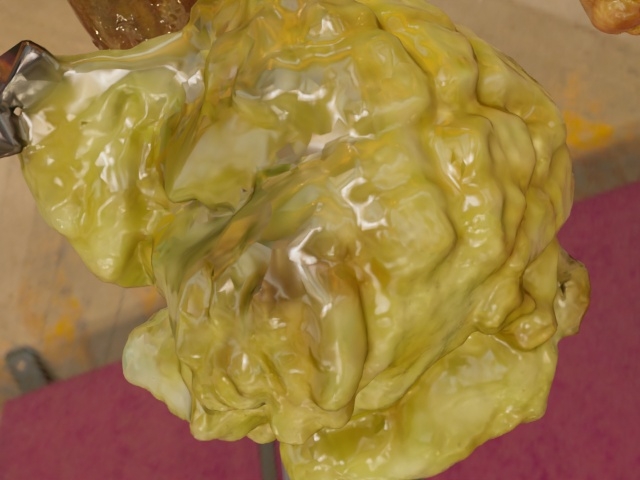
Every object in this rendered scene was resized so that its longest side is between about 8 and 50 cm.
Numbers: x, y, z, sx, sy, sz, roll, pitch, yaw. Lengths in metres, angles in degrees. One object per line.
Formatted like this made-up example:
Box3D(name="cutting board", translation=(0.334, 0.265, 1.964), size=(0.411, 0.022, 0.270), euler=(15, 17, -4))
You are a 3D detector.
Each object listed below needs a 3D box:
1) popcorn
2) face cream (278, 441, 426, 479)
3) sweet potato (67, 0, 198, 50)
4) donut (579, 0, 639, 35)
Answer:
Box3D(name="popcorn", translation=(0.005, 0.002, 0.733), size=(0.293, 0.293, 0.237), euler=(-17, 157, 23))
Box3D(name="face cream", translation=(0.031, 0.211, 0.858), size=(0.135, 0.086, 0.385), euler=(-12, 76, 11))
Box3D(name="sweet potato", translation=(-0.158, -0.223, 1.408), size=(0.158, 0.158, 0.370), euler=(-15, 123, 22))
Box3D(name="donut", translation=(0.496, -0.414, 1.895), size=(0.150, 0.317, 0.299), euler=(55, 131, 16))
